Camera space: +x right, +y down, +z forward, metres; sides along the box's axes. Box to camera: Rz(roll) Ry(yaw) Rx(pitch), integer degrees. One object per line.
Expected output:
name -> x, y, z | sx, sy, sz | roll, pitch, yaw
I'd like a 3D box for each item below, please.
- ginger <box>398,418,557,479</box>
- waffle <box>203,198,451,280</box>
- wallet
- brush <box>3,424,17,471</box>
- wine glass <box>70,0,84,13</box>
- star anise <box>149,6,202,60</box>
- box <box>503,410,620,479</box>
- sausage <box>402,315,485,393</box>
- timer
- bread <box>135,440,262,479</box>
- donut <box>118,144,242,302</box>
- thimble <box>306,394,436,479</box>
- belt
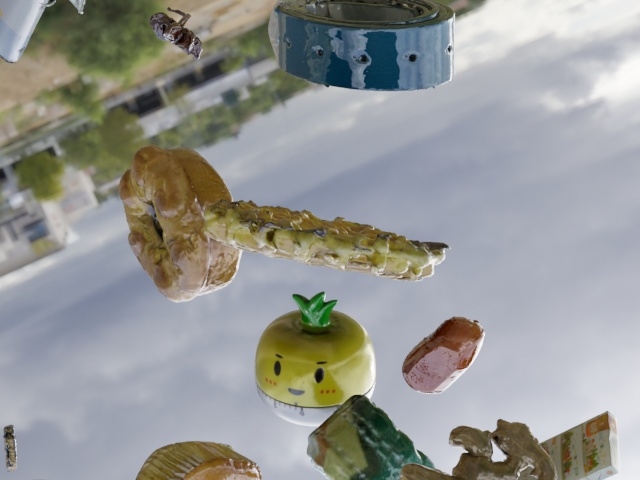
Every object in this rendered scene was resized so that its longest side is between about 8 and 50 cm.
ginger -> 0.238, 0.347, 1.895 | 0.258, 0.149, 0.065 | 1, 144, -12
waffle -> 0.000, 0.000, 2.046 | 0.379, 0.095, 0.382 | 11, -179, -37
wallet -> -0.397, -0.330, 1.518 | 0.069, 0.170, 0.231 | -37, -175, -26
brush -> -0.364, 0.237, 1.438 | 0.014, 0.051, 0.164 | -3, -179, -14
wine glass -> -0.427, -0.420, 1.824 | 0.182, 0.122, 0.122 | 16, 179, -12
star anise -> -0.283, -0.417, 2.392 | 0.070, 0.097, 0.191 | -61, -146, 13
box -> 0.399, 0.377, 2.046 | 0.220, 0.032, 0.122 | -34, -152, 31
sausage -> 0.193, 0.189, 1.965 | 0.089, 0.089, 0.179 | -33, 165, -52
timer -> -0.011, 0.223, 2.573 | 0.285, 0.285, 0.285 | -23, -173, 3
bread -> -0.175, 0.374, 1.829 | 0.114, 0.132, 0.190 | 24, -168, 40
donut -> -0.284, -0.037, 2.434 | 0.150, 0.317, 0.299 | -14, 176, -34
thimble -> 0.100, 0.429, 2.322 | 0.167, 0.254, 0.288 | -41, 175, -8
belt -> 0.086, -0.439, 2.636 | 0.436, 0.173, 0.300 | 13, -153, 37
